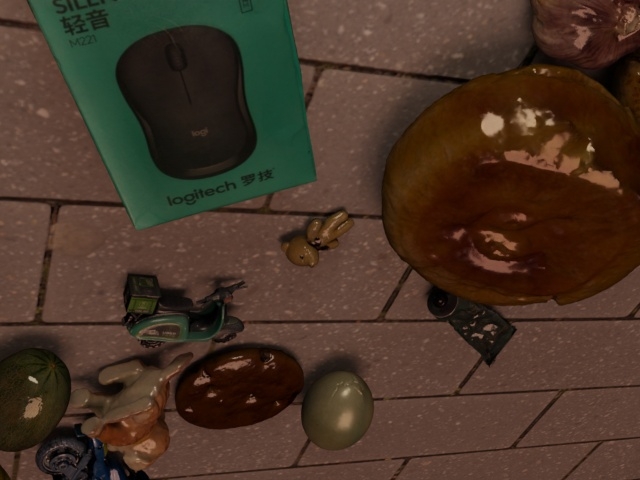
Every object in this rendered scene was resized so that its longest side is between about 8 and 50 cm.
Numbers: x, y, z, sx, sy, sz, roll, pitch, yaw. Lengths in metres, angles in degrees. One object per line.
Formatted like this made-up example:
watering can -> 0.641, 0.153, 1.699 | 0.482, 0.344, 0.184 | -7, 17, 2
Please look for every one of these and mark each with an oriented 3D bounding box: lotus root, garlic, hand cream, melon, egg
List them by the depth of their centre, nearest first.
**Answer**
garlic -> 0.296, -0.243, 0.859 | 0.159, 0.102, 0.147 | -8, 140, -13
lotus root -> 0.423, -0.148, 1.028 | 0.110, 0.097, 0.258 | -31, 143, 9
melon -> -0.393, 0.212, 1.093 | 0.114, 0.114, 0.167 | 15, 127, -35
hand cream -> 0.239, 0.132, 1.305 | 0.075, 0.052, 0.248 | -34, 139, 18
egg -> 0.028, 0.271, 1.328 | 0.114, 0.114, 0.152 | 2, 137, -24

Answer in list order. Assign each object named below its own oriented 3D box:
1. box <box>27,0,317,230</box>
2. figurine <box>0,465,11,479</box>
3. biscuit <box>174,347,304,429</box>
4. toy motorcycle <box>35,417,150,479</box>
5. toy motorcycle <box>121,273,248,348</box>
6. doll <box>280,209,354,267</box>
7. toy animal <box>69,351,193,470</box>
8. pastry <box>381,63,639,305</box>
box -> -0.126, -0.166, 0.765 | 0.205, 0.118, 0.311 | -17, 141, -6
figurine -> -0.541, 0.302, 1.063 | 0.218, 0.169, 0.327 | -35, 163, 1
biscuit -> -0.125, 0.236, 1.288 | 0.212, 0.036, 0.212 | -11, 141, -9
toy motorcycle -> -0.353, 0.378, 1.320 | 0.136, 0.092, 0.254 | -23, 132, -10
toy motorcycle -> -0.176, 0.096, 1.092 | 0.173, 0.058, 0.100 | 7, 128, -26
doll -> -0.004, -0.005, 1.070 | 0.093, 0.051, 0.061 | -51, 138, -8
toy animal -> -0.243, 0.252, 1.216 | 0.184, 0.104, 0.185 | -26, 137, -7
pastry -> 0.239, -0.051, 0.983 | 0.356, 0.163, 0.356 | 5, 143, 4
